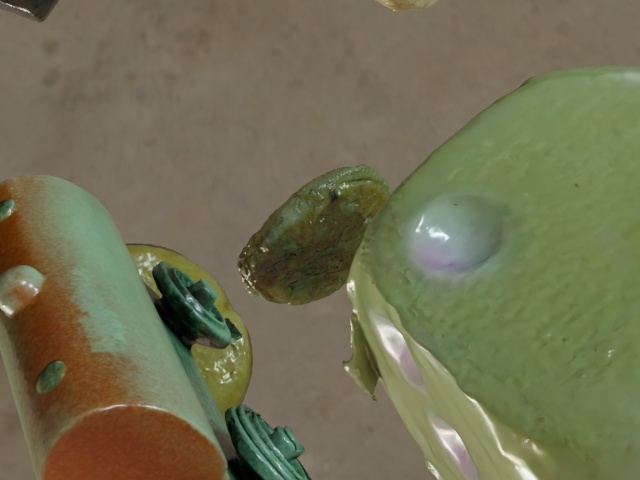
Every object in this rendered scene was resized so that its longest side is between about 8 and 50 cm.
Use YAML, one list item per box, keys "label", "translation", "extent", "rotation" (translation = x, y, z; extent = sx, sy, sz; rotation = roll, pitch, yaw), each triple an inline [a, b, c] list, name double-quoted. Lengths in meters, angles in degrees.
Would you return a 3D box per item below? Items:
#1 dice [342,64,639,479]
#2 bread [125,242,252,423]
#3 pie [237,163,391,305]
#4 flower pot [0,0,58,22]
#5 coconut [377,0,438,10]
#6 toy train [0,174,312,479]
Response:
- label: "dice"
  translation: [0.179, 0.065, 0.844]
  extent: [0.254, 0.250, 0.252]
  rotation: [-38, 145, -13]
- label: "bread"
  translation: [-0.207, 0.132, 1.508]
  extent: [0.269, 0.148, 0.270]
  rotation: [1, 82, -7]
- label: "pie"
  translation: [0.000, 0.000, 2.070]
  extent: [0.277, 0.078, 0.277]
  rotation: [-27, 152, -15]
- label: "flower pot"
  translation: [-0.313, -0.356, 1.219]
  extent: [0.379, 0.379, 0.251]
  rotation: [21, 91, -17]
- label: "coconut"
  translation: [0.080, -0.426, 1.679]
  extent: [0.239, 0.244, 0.239]
  rotation: [-38, 155, -22]
- label: "toy train"
  translation: [-0.109, 0.071, 0.725]
  extent: [0.116, 0.285, 0.177]
  rotation: [-39, 126, 4]
